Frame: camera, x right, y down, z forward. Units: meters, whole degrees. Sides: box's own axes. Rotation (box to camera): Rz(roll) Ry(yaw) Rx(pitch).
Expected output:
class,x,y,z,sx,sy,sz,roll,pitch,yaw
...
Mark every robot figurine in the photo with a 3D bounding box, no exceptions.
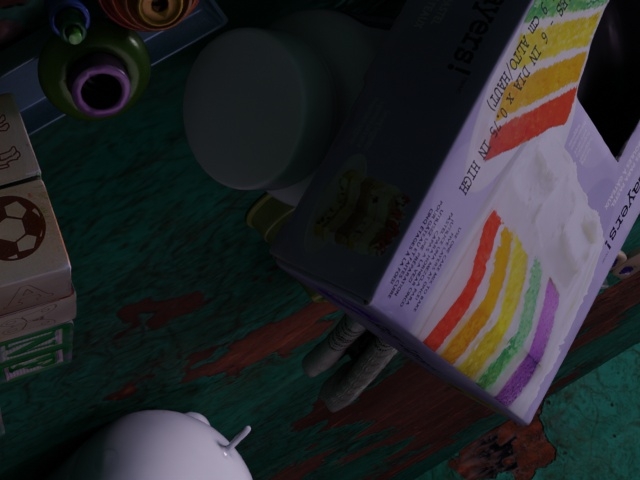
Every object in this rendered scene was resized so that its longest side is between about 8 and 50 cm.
class,x,y,z,sx,sy,sz,roll,pitch,yaw
robot figurine,-0.197,0.299,1.351,0.353,0.200,0.300,-41,-162,38

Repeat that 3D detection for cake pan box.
class,x,y,z,sx,sy,sz,roll,pitch,yaw
cake pan box,0.110,-0.053,0.720,0.267,0.070,0.246,-60,149,-8

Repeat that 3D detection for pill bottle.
class,x,y,z,sx,sy,sz,roll,pitch,yaw
pill bottle,0.014,-0.071,0.734,0.108,0.108,0.180,-39,160,32

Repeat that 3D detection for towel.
class,x,y,z,sx,sy,sz,roll,pitch,yaw
towel,0.125,-0.019,1.064,0.312,0.056,0.324,-44,172,-29

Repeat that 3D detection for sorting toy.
class,x,y,z,sx,sy,sz,roll,pitch,yaw
sorting toy,-0.089,-0.089,0.582,0.061,0.042,0.102,18,117,-29

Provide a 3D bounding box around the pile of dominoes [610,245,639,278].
class,x,y,z,sx,sy,sz,roll,pitch,yaw
pile of dominoes,0.357,-0.040,1.387,0.196,0.040,0.251,21,133,-37

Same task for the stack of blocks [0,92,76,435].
class,x,y,z,sx,sy,sz,roll,pitch,yaw
stack of blocks,-0.222,0.046,0.692,0.171,0.087,0.297,-17,164,-17

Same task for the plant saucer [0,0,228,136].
class,x,y,z,sx,sy,sz,roll,pitch,yaw
plant saucer,-0.137,-0.074,0.637,0.192,0.018,0.067,-30,163,3

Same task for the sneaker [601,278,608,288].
class,x,y,z,sx,sy,sz,roll,pitch,yaw
sneaker,0.231,0.068,1.545,0.212,0.094,0.080,-28,165,-2

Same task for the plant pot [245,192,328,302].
class,x,y,z,sx,sy,sz,roll,pitch,yaw
plant pot,0.000,0.000,0.980,0.083,0.079,0.083,-27,164,-8
